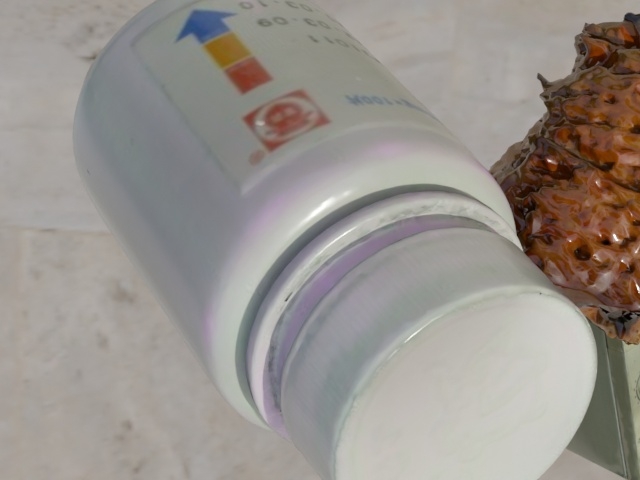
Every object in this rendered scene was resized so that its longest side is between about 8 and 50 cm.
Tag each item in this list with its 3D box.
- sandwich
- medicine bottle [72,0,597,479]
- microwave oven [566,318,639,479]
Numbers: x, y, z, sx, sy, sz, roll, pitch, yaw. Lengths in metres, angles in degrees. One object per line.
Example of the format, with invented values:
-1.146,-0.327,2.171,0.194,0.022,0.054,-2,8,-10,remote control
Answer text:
0.225,-0.040,1.035,0.301,0.162,0.250,-24,78,2,sandwich
0.000,0.000,0.838,0.170,0.170,0.293,-59,40,17,medicine bottle
0.255,0.043,1.252,0.194,0.240,0.145,27,136,51,microwave oven
